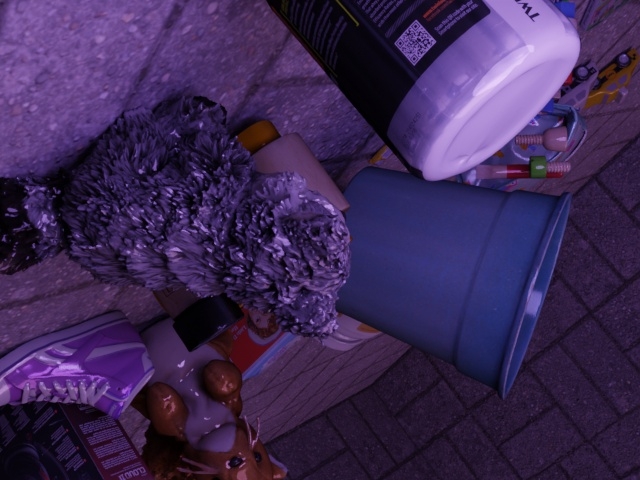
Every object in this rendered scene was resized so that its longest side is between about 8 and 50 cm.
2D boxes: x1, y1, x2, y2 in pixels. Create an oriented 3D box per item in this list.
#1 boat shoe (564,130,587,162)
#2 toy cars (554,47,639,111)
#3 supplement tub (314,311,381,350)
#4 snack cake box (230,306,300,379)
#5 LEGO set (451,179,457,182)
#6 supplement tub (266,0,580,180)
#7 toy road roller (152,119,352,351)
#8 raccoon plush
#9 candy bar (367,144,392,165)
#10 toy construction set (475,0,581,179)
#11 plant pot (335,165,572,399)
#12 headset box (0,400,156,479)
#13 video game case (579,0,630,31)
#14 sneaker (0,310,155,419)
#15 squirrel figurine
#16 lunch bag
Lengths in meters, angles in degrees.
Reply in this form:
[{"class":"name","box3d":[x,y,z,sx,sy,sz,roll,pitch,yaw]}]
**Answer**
[{"class":"boat shoe","box3d":[0.532,-0.212,2.040,0.302,0.114,0.091,-38,167,14]},{"class":"toy cars","box3d":[0.667,-0.361,1.991,0.393,0.087,0.176,-23,157,-39]},{"class":"supplement tub","box3d":[0.101,0.067,1.730,0.316,0.228,0.228,-48,160,31]},{"class":"snack cake box","box3d":[-0.098,0.141,1.656,0.264,0.152,0.089,-45,162,23]},{"class":"LEGO set","box3d":[0.359,-0.209,1.753,0.107,0.132,0.287,-38,151,-72]},{"class":"supplement tub","box3d":[0.072,-0.228,0.768,0.193,0.316,0.194,-35,163,-12]},{"class":"toy road roller","box3d":[-0.112,-0.006,1.195,0.329,0.203,0.240,-36,176,12]},{"class":"raccoon plush","box3d":[-0.176,0.036,0.892,0.446,0.299,0.216,-31,140,-18]},{"class":"candy bar","box3d":[0.148,-0.195,1.507,0.161,0.018,0.040,-46,158,26]},{"class":"toy construction set","box3d":[0.262,-0.235,1.253,0.237,0.309,0.257,-1,-158,9]},{"class":"plant pot","box3d":[0.195,0.042,1.330,0.341,0.334,0.341,17,90,-71]},{"class":"headset box","box3d":[-0.433,0.384,1.377,0.218,0.293,0.110,-45,161,20]},{"class":"video game case","box3d":[0.615,-0.521,1.585,0.212,0.023,0.193,-35,162,-9]},{"class":"sneaker","box3d":[-0.394,0.228,1.283,0.282,0.161,0.102,-24,160,-34]},{"class":"squirrel figurine","box3d":[-0.226,0.345,1.553,0.281,0.370,0.397,-29,161,-26]},{"class":"lunch bag","box3d":[0.385,-0.180,1.573,0.262,0.160,0.223,-30,169,19]}]
